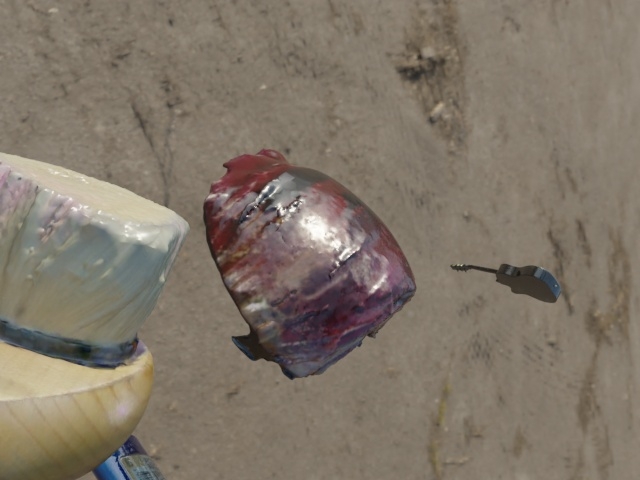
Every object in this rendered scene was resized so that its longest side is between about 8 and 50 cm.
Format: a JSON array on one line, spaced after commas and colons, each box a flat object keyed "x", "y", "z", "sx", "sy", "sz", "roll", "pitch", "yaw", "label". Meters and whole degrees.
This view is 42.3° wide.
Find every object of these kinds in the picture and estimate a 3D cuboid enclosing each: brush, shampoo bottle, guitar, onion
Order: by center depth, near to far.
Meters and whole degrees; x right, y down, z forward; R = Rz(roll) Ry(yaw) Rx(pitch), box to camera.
[{"x": -0.178, "y": 0.046, "z": 0.512, "sx": 0.267, "sy": 0.174, "sz": 0.166, "roll": -124, "pitch": -124, "yaw": -79, "label": "brush"}, {"x": -0.189, "y": 0.296, "z": 0.918, "sx": 0.183, "sy": 0.050, "sz": 0.087, "roll": 46, "pitch": 9, "yaw": 28, "label": "shampoo bottle"}, {"x": 0.000, "y": 0.000, "z": 0.964, "sx": 0.280, "sy": 0.146, "sz": 0.314, "roll": 61, "pitch": 30, "yaw": 3, "label": "onion"}, {"x": 0.335, "y": 0.067, "z": 1.535, "sx": 0.088, "sy": 0.233, "sz": 0.025, "roll": 47, "pitch": 65, "yaw": -37, "label": "guitar"}]
